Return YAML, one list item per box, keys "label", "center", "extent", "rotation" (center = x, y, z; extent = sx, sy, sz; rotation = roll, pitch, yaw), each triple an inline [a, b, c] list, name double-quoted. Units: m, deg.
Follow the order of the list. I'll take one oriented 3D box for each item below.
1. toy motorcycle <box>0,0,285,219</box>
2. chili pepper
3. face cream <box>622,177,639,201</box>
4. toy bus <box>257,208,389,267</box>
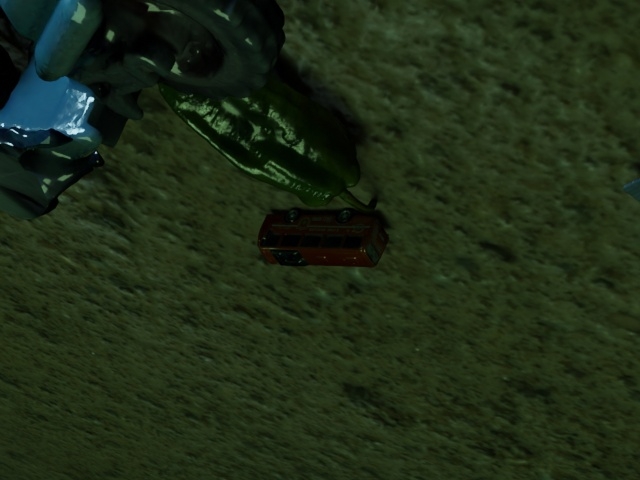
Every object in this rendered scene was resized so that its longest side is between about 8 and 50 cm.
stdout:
- label: "toy motorcycle"
  center: [-0.211, -0.137, 0.725]
  extent: [0.232, 0.172, 0.416]
  rotation: [36, 157, -32]
- label: "chili pepper"
  center: [-0.021, -0.071, 0.810]
  extent: [0.204, 0.073, 0.072]
  rotation: [35, 134, -22]
- label: "face cream"
  center: [0.318, -0.055, 0.585]
  extent: [0.136, 0.086, 0.385]
  rotation: [32, 154, -9]
- label: "toy bus"
  center: [0.000, 0.000, 0.927]
  extent: [0.110, 0.043, 0.031]
  rotation: [0, 143, 34]
